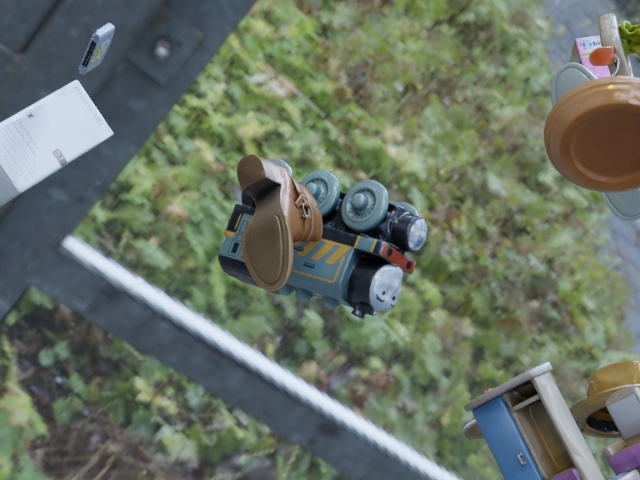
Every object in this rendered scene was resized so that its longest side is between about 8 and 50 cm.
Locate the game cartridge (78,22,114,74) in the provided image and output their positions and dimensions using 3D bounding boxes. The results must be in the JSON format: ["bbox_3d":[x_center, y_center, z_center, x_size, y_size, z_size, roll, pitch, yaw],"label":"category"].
[{"bbox_3d":[-0.356,-0.307,1.836,0.017,0.083,0.056,33,37,-1],"label":"game cartridge"}]

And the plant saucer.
[{"bbox_3d":[0.416,-0.140,1.619,0.200,0.200,0.037,34,40,-18],"label":"plant saucer"}]

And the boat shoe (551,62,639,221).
[{"bbox_3d":[0.507,-0.176,2.034,0.091,0.114,0.302,-16,83,-50],"label":"boat shoe"}]

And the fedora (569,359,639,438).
[{"bbox_3d":[0.457,0.234,1.730,0.194,0.194,0.079,23,52,-35],"label":"fedora"}]

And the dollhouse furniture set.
[{"bbox_3d":[0.225,0.282,1.410,0.303,0.286,0.198,-14,73,-43],"label":"dollhouse furniture set"}]

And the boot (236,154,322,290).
[{"bbox_3d":[-0.042,-0.014,1.555,0.152,0.073,0.197,28,50,-59],"label":"boot"}]

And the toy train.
[{"bbox_3d":[0.000,0.000,1.694,0.334,0.190,0.142,15,-9,37],"label":"toy train"}]

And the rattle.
[{"bbox_3d":[0.466,-0.275,1.657,0.143,0.130,0.199,2,5,17],"label":"rattle"}]

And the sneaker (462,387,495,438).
[{"bbox_3d":[0.288,0.301,2.011,0.067,0.118,0.042,40,-30,54],"label":"sneaker"}]

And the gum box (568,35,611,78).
[{"bbox_3d":[0.553,-0.323,2.380,0.188,0.062,0.107,87,-6,-63],"label":"gum box"}]

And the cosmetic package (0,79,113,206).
[{"bbox_3d":[-0.469,-0.164,1.912,0.231,0.085,0.117,-43,104,-42],"label":"cosmetic package"}]
